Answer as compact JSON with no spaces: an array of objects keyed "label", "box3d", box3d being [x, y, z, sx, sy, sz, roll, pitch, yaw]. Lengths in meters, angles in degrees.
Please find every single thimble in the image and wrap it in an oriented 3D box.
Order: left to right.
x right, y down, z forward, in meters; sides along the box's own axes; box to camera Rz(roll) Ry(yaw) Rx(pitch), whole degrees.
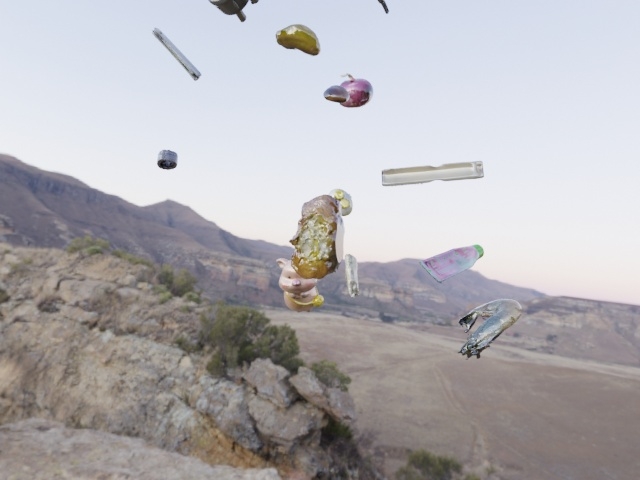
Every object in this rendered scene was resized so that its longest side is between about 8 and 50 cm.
[{"label":"thimble","box3d":[-0.744,-0.392,2.032,0.095,0.066,0.104,5,-22,-20]}]

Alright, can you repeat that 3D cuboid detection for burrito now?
[{"label":"burrito","box3d":[0.161,0.185,2.152,0.060,0.226,0.087,-11,-14,27]}]

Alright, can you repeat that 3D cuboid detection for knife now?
[{"label":"knife","box3d":[-0.635,-0.820,1.839,0.265,0.041,0.073,47,15,-19]}]

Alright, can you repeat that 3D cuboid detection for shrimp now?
[{"label":"shrimp","box3d":[0.570,0.294,1.481,0.075,0.289,0.178,49,-7,-18]}]

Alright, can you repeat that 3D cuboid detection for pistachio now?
[{"label":"pistachio","box3d":[-0.082,-0.804,1.653,0.189,0.100,0.110,20,-14,-3]}]

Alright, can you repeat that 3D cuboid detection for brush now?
[{"label":"brush","box3d":[0.362,-0.213,1.367,0.321,0.060,0.050,-4,-13,12]}]

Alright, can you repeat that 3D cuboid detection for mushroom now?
[{"label":"mushroom","box3d":[0.069,-0.640,1.817,0.123,0.123,0.052,8,-46,3]}]

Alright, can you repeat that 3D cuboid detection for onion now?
[{"label":"onion","box3d":[0.209,-0.836,2.367,0.201,0.200,0.207,6,4,28]}]

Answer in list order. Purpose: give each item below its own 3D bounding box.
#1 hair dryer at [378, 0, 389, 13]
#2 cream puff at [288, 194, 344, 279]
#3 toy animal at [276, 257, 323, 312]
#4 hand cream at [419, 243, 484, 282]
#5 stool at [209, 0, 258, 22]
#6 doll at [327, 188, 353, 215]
[{"label":"hair dryer","box3d":[0.189,-0.956,1.591,0.219,0.075,0.195,52,-14,-17]},{"label":"cream puff","box3d":[0.000,0.000,1.272,0.155,0.269,0.241,12,-32,18]},{"label":"toy animal","box3d":[-0.077,0.186,1.631,0.165,0.248,0.149,-7,27,-7]},{"label":"hand cream","box3d":[0.411,0.064,1.273,0.275,0.050,0.079,-16,28,-39]},{"label":"stool","box3d":[-0.313,-0.907,1.492,0.153,0.228,0.139,-4,-7,26]},{"label":"doll","box3d":[0.102,-0.183,2.009,0.141,0.117,0.296,51,10,2]}]
